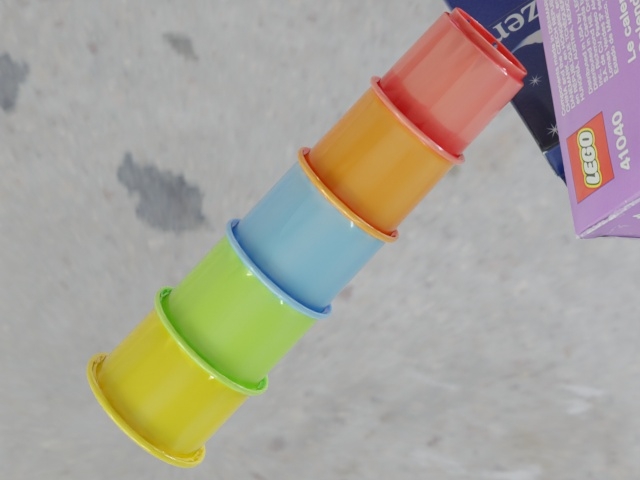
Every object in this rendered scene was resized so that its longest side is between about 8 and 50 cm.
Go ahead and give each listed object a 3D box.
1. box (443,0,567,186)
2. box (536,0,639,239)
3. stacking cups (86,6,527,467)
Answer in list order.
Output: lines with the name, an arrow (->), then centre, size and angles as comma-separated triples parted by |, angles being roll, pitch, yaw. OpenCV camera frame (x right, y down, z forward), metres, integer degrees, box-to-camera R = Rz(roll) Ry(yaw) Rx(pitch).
box -> 0.166, -0.132, 1.132 | 0.136, 0.036, 0.225 | -33, 53, 6
box -> 0.152, -0.140, 0.560 | 0.201, 0.057, 0.293 | 2, 70, -25
stacking cups -> 0.000, 0.000, 1.104 | 0.316, 0.096, 0.096 | -44, 88, 12
